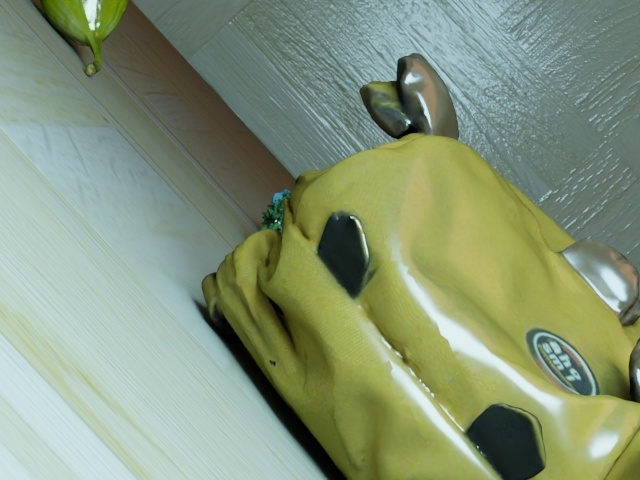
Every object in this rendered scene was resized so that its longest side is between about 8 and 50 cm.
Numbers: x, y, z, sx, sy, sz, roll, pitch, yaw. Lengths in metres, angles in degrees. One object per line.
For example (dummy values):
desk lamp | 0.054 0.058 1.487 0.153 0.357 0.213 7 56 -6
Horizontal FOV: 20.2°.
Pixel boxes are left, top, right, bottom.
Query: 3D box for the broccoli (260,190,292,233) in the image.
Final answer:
broccoli | 0.031 0.033 1.677 0.194 0.194 0.220 46 -19 -28

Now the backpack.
backpack | 0.112 0.076 1.152 0.353 0.201 0.378 51 18 15

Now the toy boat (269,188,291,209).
toy boat | 0.000 0.000 1.960 0.238 0.098 0.109 67 25 -74

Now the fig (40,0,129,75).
fig | -0.234 -0.211 1.716 0.093 0.093 0.166 45 44 -40
